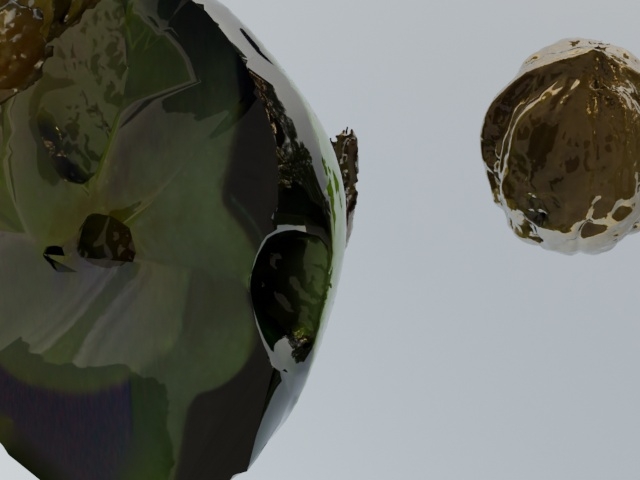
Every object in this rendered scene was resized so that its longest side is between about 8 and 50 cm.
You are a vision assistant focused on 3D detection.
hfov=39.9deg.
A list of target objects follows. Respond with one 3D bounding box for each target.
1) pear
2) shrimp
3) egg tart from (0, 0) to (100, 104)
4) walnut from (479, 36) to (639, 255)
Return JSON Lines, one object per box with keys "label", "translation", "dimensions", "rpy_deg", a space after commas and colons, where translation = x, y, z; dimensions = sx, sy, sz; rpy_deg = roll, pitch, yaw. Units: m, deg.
{"label": "pear", "translation": [-0.124, -0.002, 0.706], "dimensions": [0.399, 0.165, 0.399], "rpy_deg": [3, -85, 34]}
{"label": "shrimp", "translation": [0.000, 0.000, 1.038], "dimensions": [0.063, 0.152, 0.287], "rpy_deg": [16, -44, 5]}
{"label": "egg tart", "translation": [-0.233, -0.139, 0.502], "dimensions": [0.241, 0.241, 0.106], "rpy_deg": [-30, -108, 43]}
{"label": "walnut", "translation": [0.261, -0.090, 0.893], "dimensions": [0.198, 0.198, 0.245], "rpy_deg": [32, -31, 32]}
